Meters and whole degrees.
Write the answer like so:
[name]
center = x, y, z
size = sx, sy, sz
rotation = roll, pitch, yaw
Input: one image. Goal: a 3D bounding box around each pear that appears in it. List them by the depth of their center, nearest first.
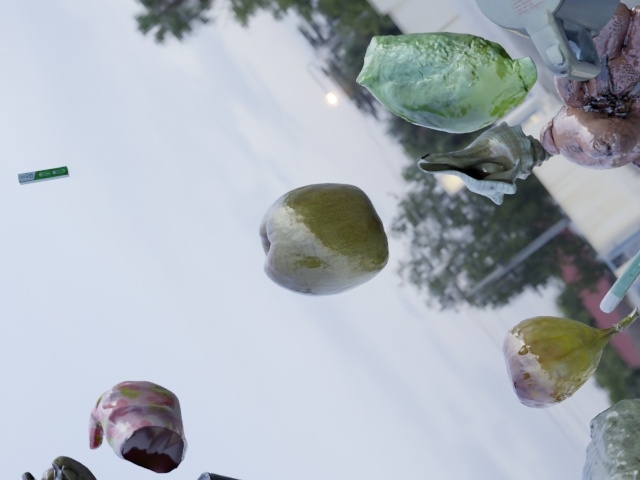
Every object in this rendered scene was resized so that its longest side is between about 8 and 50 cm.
[pear]
center = 0.000, 0.000, 2.055
size = 0.228, 0.211, 0.188
rotation = -120, 15, -80

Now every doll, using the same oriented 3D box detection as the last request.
[doll]
center = 0.452, -0.220, 1.887
size = 0.303, 0.201, 0.156
rotation = 90, -172, -47

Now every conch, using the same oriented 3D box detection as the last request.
[conch]
center = 0.295, -0.118, 2.062
size = 0.137, 0.234, 0.114
rotation = 47, 159, 30

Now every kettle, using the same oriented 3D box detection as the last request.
[kettle]
center = 0.279, -0.290, 1.493
size = 0.243, 0.160, 0.211
rotation = -27, -84, -64

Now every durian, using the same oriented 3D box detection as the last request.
[durian]
center = 0.165, -0.205, 1.595
size = 0.250, 0.101, 0.139
rotation = 17, 155, 26

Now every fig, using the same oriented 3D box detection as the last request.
[fig]
center = 0.437, 0.183, 2.118
size = 0.159, 0.257, 0.159
rotation = 57, -170, -15

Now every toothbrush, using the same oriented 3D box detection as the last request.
[toothbrush]
center = 0.395, -0.011, 1.411
size = 0.018, 0.257, 0.024
rotation = 27, -148, -2

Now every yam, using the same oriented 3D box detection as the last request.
[yam]
center = 0.461, 0.361, 1.667
size = 0.195, 0.195, 0.300
rotation = 47, -156, -21

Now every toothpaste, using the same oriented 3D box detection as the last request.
[toothpaste]
center = -0.464, -0.109, 2.053
size = 0.020, 0.083, 0.017
rotation = 115, 145, -80

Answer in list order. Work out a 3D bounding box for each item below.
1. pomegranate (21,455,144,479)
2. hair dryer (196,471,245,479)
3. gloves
[pomegranate]
center = -0.290, 0.429, 1.666
size = 0.341, 0.285, 0.285
rotation = 54, -172, -24
[hair dryer]
center = -0.132, 0.548, 2.395
size = 0.197, 0.089, 0.251
rotation = 17, -172, -19
[gloves]
center = -0.264, 0.257, 1.783
size = 0.241, 0.145, 0.126
rotation = -134, 45, -61
